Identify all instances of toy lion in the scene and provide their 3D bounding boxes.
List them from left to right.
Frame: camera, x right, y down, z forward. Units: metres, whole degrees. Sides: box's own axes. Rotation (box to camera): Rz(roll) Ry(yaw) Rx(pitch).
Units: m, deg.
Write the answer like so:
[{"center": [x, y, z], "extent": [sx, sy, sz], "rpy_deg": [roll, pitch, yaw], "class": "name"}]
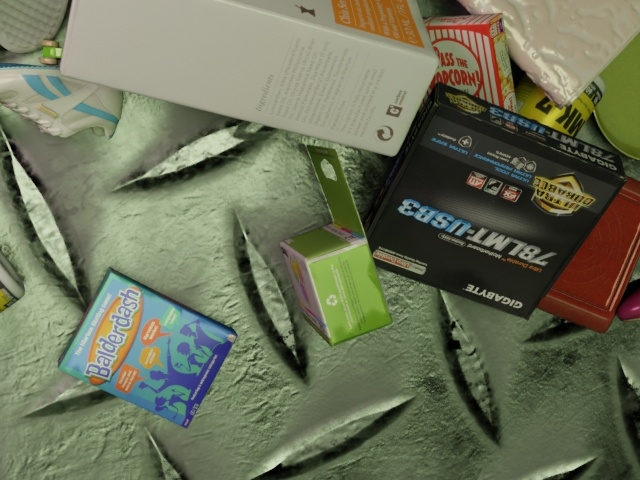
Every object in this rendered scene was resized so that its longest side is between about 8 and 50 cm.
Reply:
[{"center": [-0.316, -0.249, 1.352], "extent": [0.100, 0.096, 0.034], "rpy_deg": [9, 96, 21], "class": "toy lion"}]

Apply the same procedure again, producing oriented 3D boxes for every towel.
[{"center": [0.337, -0.409, 1.451], "extent": [0.332, 0.053, 0.317], "rpy_deg": [46, 73, -1], "class": "towel"}]

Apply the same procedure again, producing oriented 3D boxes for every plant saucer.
[{"center": [0.417, -0.002, 1.602], "extent": [0.258, 0.048, 0.259], "rpy_deg": [22, 91, -17], "class": "plant saucer"}, {"center": [0.535, -0.248, 1.601], "extent": [0.241, 0.037, 0.241], "rpy_deg": [-2, 98, -15], "class": "plant saucer"}]

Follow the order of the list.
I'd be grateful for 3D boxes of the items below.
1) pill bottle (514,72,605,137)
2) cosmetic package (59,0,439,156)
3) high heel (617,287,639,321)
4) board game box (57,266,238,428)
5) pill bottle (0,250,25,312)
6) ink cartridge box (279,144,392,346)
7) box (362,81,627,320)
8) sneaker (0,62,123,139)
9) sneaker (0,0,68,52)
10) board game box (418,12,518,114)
[{"center": [0.331, -0.176, 1.515], "extent": [0.119, 0.119, 0.208], "rpy_deg": [33, 89, -17], "class": "pill bottle"}, {"center": [-0.094, -0.283, 1.307], "extent": [0.453, 0.230, 0.161], "rpy_deg": [11, 127, -17], "class": "cosmetic package"}, {"center": [0.630, -0.001, 1.639], "extent": [0.377, 0.127, 0.181], "rpy_deg": [-23, 88, -13], "class": "high heel"}, {"center": [-0.251, 0.158, 1.445], "extent": [0.210, 0.047, 0.160], "rpy_deg": [28, 90, -16], "class": "board game box"}, {"center": [-0.502, 0.084, 1.338], "extent": [0.184, 0.103, 0.103], "rpy_deg": [-36, 105, -7], "class": "pill bottle"}, {"center": [0.000, 0.000, 1.417], "extent": [0.097, 0.189, 0.255], "rpy_deg": [-21, 101, -10], "class": "ink cartridge box"}, {"center": [0.238, -0.046, 1.442], "extent": [0.295, 0.073, 0.293], "rpy_deg": [21, 125, -8], "class": "box"}, {"center": [-0.366, -0.186, 1.315], "extent": [0.228, 0.087, 0.092], "rpy_deg": [2, 100, -37], "class": "sneaker"}, {"center": [-0.402, -0.413, 1.290], "extent": [0.126, 0.127, 0.321], "rpy_deg": [-14, 128, -30], "class": "sneaker"}, {"center": [0.206, -0.229, 1.440], "extent": [0.045, 0.147, 0.193], "rpy_deg": [-38, 123, -40], "class": "board game box"}]
